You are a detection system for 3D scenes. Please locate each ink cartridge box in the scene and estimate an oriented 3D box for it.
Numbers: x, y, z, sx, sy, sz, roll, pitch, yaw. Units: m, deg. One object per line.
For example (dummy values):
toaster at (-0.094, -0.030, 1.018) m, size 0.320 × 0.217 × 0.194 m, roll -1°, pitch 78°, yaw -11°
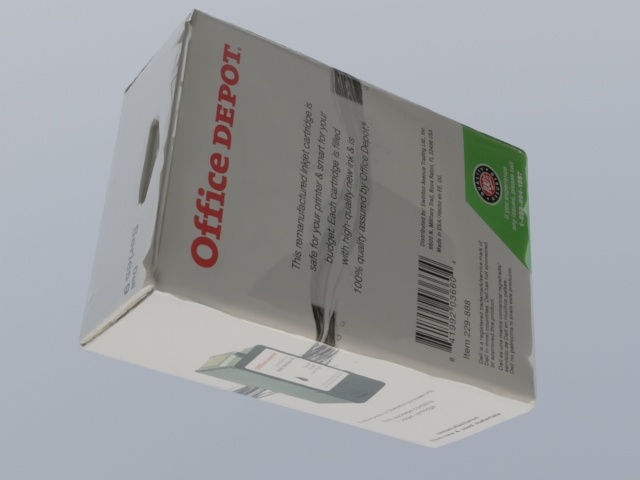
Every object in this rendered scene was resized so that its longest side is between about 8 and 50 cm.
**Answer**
ink cartridge box at (0.000, 0.000, 0.808) m, size 0.289 × 0.121 × 0.211 m, roll 20°, pitch -123°, yaw -26°
